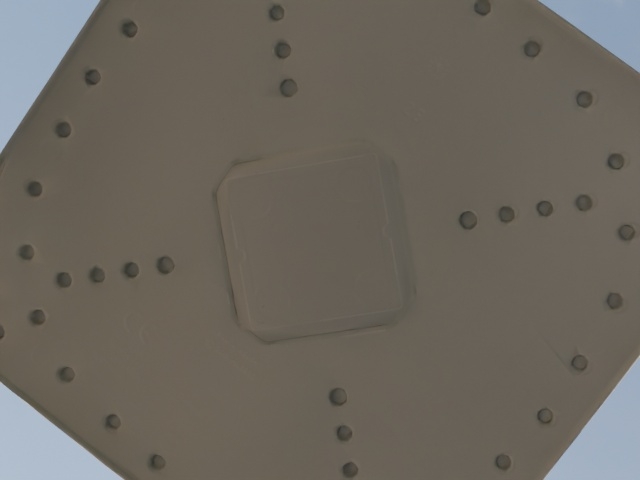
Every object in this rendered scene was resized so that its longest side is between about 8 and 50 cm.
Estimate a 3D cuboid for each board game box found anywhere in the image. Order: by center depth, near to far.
[{"bbox_3d":[0.000,0.000,0.931,0.390,0.050,0.390,37,-79,7],"label":"board game box"}]
